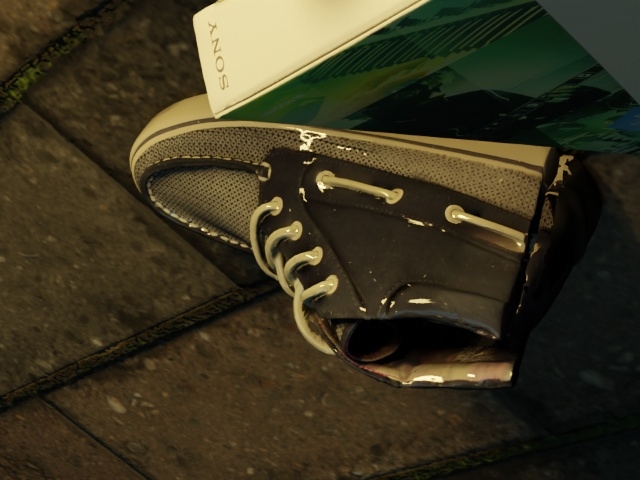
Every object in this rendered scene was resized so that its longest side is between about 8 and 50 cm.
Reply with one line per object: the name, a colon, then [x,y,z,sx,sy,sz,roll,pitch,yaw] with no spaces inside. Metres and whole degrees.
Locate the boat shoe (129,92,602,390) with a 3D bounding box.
boat shoe: [0.000,0.000,0.924,0.340,0.158,0.127,5,139,25]

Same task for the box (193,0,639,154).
box: [0.138,-0.105,0.642,0.322,0.058,0.232,2,163,-41]
